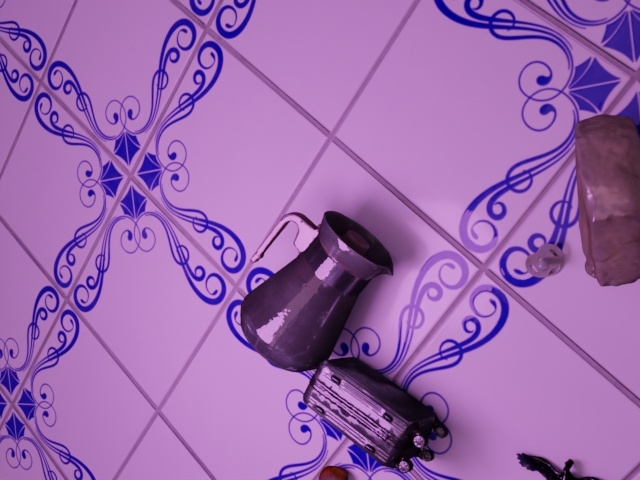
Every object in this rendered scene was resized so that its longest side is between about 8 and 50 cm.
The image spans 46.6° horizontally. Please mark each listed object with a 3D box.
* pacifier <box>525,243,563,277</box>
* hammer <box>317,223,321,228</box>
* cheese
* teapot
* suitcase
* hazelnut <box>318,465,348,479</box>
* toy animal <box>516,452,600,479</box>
[{"bbox_3d":[0.467,0.050,1.545,0.068,0.064,0.083,47,118,1],"label":"pacifier"},{"bbox_3d":[0.000,0.000,1.857,0.052,0.031,0.083,-7,84,29],"label":"hammer"},{"bbox_3d":[0.527,-0.068,1.350,0.115,0.326,0.318,-6,101,19],"label":"cheese"},{"bbox_3d":[-0.027,0.106,1.759,0.300,0.253,0.344,41,107,8],"label":"teapot"},{"bbox_3d":[0.125,0.392,1.711,0.312,0.202,0.128,32,100,27],"label":"suitcase"},{"bbox_3d":[0.033,0.604,1.858,0.086,0.086,0.086,3,96,32],"label":"hazelnut"},{"bbox_3d":[0.514,0.513,1.566,0.220,0.062,0.108,10,81,32],"label":"toy animal"}]
